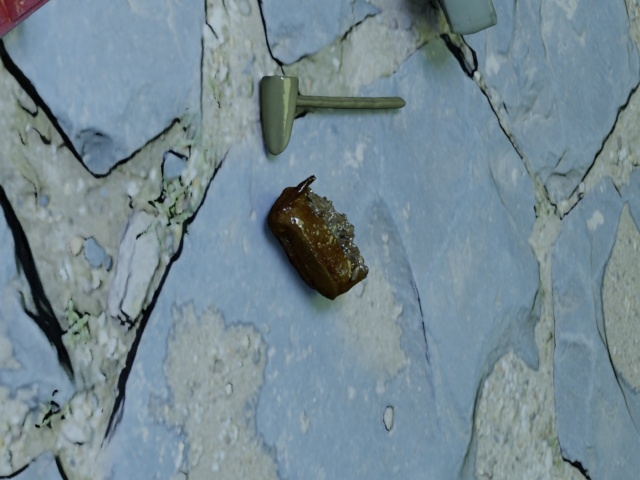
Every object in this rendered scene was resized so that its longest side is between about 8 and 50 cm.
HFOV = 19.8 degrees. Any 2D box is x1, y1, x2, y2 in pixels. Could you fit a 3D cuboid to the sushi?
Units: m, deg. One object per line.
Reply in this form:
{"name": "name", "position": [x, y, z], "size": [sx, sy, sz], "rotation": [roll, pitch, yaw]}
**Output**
{"name": "sushi", "position": [0.000, 0.000, 1.394], "size": [0.055, 0.052, 0.120], "rotation": [-51, 125, -25]}

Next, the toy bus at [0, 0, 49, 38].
{"name": "toy bus", "position": [-0.220, -0.134, 1.079], "size": [0.192, 0.077, 0.065], "rotation": [-49, 127, -45]}

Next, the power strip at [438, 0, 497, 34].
{"name": "power strip", "position": [0.089, -0.293, 1.516], "size": [0.118, 0.046, 0.270], "rotation": [-99, 169, -69]}

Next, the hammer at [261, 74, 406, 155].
{"name": "hammer", "position": [0.016, -0.098, 1.451], "size": [0.195, 0.028, 0.060], "rotation": [-5, 95, -56]}
